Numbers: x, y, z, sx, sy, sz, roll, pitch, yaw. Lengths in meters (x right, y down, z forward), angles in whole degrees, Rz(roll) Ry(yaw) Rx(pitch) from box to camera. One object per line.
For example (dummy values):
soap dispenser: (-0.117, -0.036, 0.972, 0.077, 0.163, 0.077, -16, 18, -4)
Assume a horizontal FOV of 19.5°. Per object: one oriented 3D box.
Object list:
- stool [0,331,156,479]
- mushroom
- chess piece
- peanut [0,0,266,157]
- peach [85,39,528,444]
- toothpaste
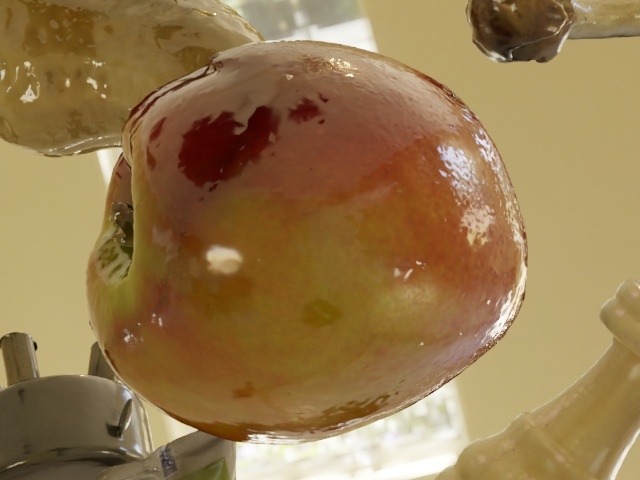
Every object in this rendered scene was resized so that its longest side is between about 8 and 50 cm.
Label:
stool: (-0.239, 0.171, 1.536, 0.228, 0.139, 0.153, -23, -36, 12)
mushroom: (0.157, -0.132, 0.991, 0.187, 0.061, 0.060, -9, -33, -27)
chess piece: (0.247, 0.068, 1.321, 0.397, 0.117, 0.117, -50, 1, 8)
peanut: (-0.115, -0.093, 1.041, 0.236, 0.110, 0.120, 20, 24, 22)
peach: (0.000, 0.000, 0.832, 0.197, 0.197, 0.197, -14, 5, 1)
toothpaste: (-0.062, 0.201, 0.953, 0.078, 0.248, 0.047, -23, 35, -24)
